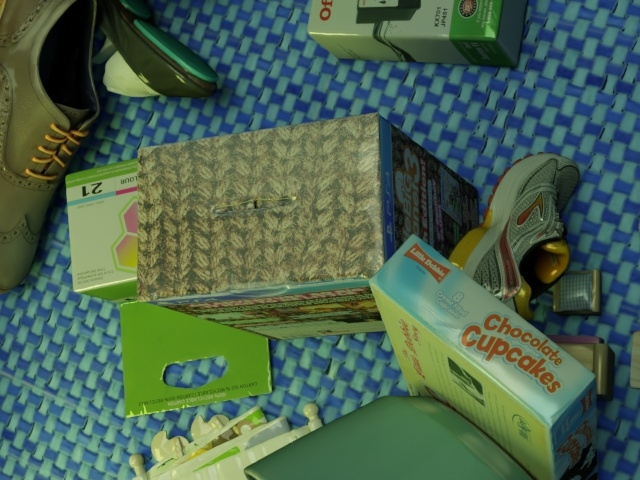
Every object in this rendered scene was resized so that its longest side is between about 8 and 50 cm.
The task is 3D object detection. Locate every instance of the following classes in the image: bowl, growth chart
[{"bbox_3d":[0.097,0.254,1.204,0.311,0.311,0.163,39,78,25],"label":"bowl"},{"bbox_3d":[-0.084,0.256,1.409,0.237,0.021,0.172,-20,71,18],"label":"growth chart"}]

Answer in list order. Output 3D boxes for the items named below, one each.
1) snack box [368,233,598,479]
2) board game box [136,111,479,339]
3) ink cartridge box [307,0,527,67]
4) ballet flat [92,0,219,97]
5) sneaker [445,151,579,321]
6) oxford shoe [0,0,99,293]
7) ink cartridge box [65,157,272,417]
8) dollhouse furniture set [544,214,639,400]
[{"bbox_3d":[0.148,0.133,1.169,0.187,0.322,0.060,39,77,25],"label":"snack box"},{"bbox_3d":[0.000,0.000,1.276,0.232,0.291,0.141,-6,77,21],"label":"board game box"},{"bbox_3d":[0.103,-0.264,1.399,0.208,0.087,0.153,5,81,25],"label":"ink cartridge box"},{"bbox_3d":[-0.212,-0.221,1.530,0.096,0.095,0.280,-52,55,17],"label":"ballet flat"},{"bbox_3d":[0.195,0.003,1.263,0.092,0.088,0.225,11,45,28],"label":"sneaker"},{"bbox_3d":[-0.323,-0.111,1.498,0.132,0.130,0.364,13,100,35],"label":"oxford shoe"},{"bbox_3d":[-0.158,0.044,1.443,0.188,0.097,0.255,-12,74,21],"label":"ink cartridge box"},{"bbox_3d":[0.316,-0.012,1.195,0.286,0.198,0.304,1,79,23],"label":"dollhouse furniture set"}]
